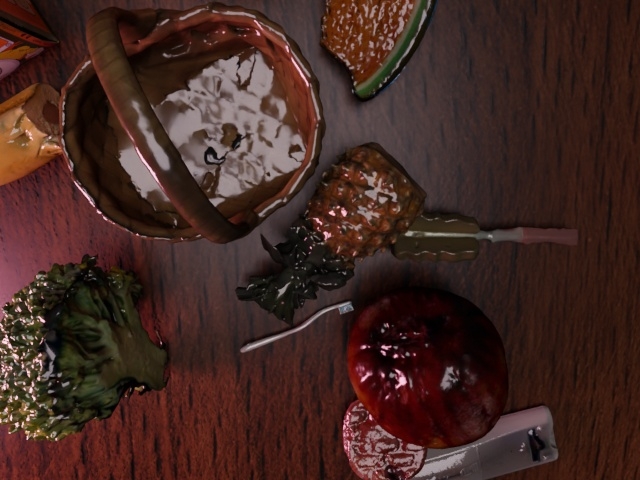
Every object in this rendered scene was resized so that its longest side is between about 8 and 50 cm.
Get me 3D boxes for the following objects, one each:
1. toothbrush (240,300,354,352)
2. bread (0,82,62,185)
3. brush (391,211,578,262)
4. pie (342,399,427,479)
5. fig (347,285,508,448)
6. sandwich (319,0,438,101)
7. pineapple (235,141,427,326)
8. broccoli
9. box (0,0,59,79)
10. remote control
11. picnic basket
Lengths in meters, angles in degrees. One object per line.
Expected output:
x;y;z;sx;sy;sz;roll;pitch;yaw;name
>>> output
-0.041;0.144;0.729;0.204;0.017;0.022;-22;82;1;toothbrush
-0.426;-0.136;0.605;0.173;0.134;0.085;-24;132;6;bread
0.264;-0.006;0.687;0.302;0.071;0.084;1;98;-3;brush
0.109;0.337;0.743;0.154;0.038;0.153;-1;78;5;pie
0.167;0.192;0.653;0.224;0.224;0.263;-32;102;4;fig
0.083;-0.315;0.609;0.159;0.079;0.234;8;107;14;sandwich
0.000;0.000;0.636;0.310;0.141;0.170;-45;138;17;pineapple
-0.360;0.159;0.628;0.181;0.273;0.242;-5;60;7;broccoli
-0.488;-0.275;0.543;0.195;0.177;0.148;-30;102;3;box
0.269;0.387;0.770;0.313;0.055;0.109;-15;101;0;remote control
-0.158;-0.132;0.519;0.338;0.337;0.292;-25;101;2;picnic basket
